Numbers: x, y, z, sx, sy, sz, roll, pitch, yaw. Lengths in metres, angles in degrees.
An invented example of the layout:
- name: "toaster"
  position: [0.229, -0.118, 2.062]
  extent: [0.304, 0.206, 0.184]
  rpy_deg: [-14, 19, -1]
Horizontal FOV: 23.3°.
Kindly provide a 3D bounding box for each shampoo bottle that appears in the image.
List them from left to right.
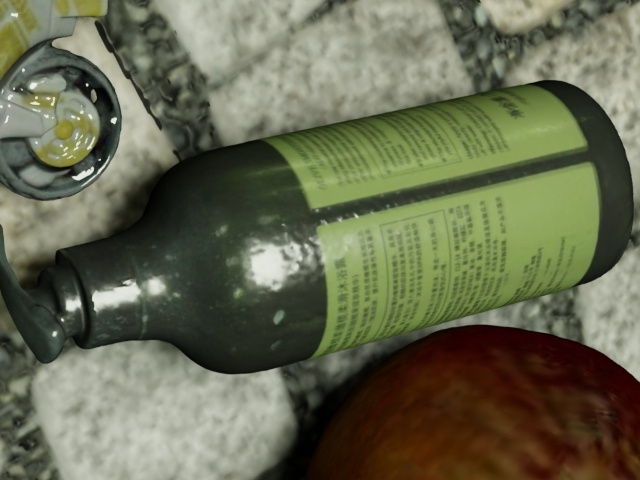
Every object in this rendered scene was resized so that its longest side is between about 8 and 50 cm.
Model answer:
- name: "shampoo bottle"
  position: [0.000, 0.000, 0.692]
  extent: [0.283, 0.101, 0.101]
  rpy_deg: [-14, 101, -24]

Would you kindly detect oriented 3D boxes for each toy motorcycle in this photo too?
- name: "toy motorcycle"
  position: [-0.157, -0.117, 0.619]
  extent: [0.152, 0.073, 0.225]
  rpy_deg: [-15, 109, -31]

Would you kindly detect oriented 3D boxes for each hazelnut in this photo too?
- name: "hazelnut"
  position: [0.099, 0.128, 0.709]
  extent: [0.204, 0.178, 0.178]
  rpy_deg: [43, 76, -1]
